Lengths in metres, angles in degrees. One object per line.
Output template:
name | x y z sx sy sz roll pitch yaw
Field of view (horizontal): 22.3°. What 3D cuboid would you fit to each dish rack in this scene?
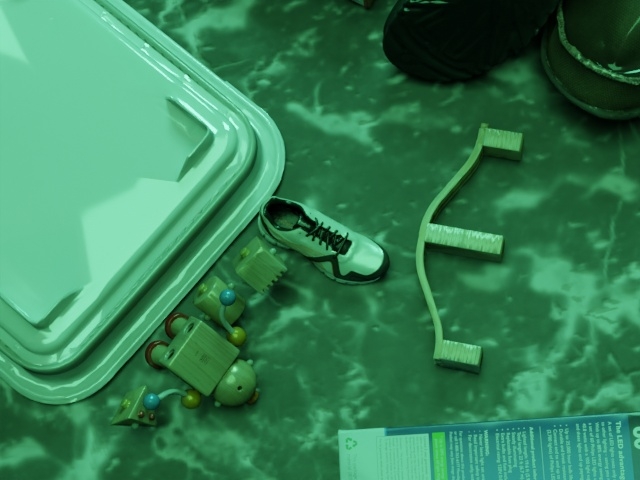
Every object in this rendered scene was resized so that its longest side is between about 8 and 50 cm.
dish rack | -0.227 -0.072 1.246 0.333 0.072 0.285 39 83 16

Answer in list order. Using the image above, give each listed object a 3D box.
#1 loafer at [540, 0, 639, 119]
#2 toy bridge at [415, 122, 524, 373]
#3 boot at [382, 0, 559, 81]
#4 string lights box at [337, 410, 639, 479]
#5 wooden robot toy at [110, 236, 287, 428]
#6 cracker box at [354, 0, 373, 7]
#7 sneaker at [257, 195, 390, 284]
loafer | 0.284 -0.256 1.202 0.134 0.130 0.366 32 81 14
toy bridge | 0.105 0.001 1.206 0.063 0.026 0.188 9 76 11
boot | 0.147 -0.257 1.234 0.094 0.246 0.207 30 42 -21
string lights box | 0.147 0.192 1.121 0.259 0.077 0.133 -4 75 6
wooden robot toy | -0.075 0.086 1.198 0.079 0.076 0.173 40 81 -20
cracker box | -0.019 -0.308 1.287 0.232 0.067 0.156 32 80 14
sneaker | 0.000 0.000 1.211 0.109 0.044 0.040 22 76 11
